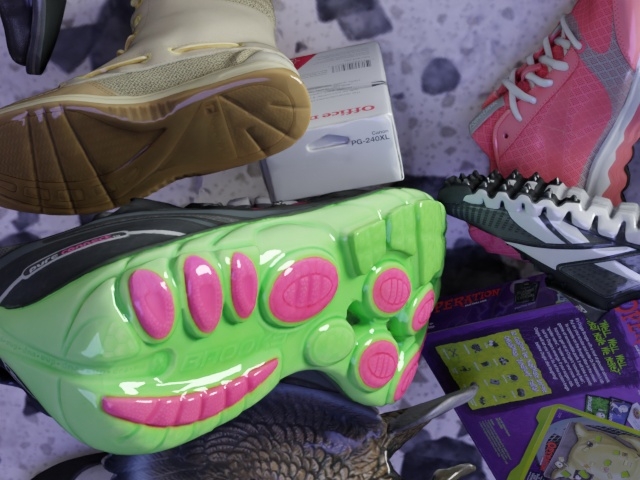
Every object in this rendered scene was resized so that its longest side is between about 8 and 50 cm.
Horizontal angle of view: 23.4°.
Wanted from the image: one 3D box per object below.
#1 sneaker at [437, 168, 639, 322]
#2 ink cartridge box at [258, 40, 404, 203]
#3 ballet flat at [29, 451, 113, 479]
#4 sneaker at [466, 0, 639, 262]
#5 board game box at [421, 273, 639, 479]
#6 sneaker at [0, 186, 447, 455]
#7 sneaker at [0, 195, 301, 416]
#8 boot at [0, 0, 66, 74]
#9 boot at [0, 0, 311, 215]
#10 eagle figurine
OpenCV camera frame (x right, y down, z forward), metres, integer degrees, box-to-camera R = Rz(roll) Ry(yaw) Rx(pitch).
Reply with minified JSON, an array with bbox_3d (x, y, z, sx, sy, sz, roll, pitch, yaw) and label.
[{"bbox_3d":[0.201,0.010,1.226,0.234,0.078,0.106,12,106,15],"label":"sneaker"},{"bbox_3d":[0.005,-0.096,1.244,0.109,0.150,0.063,-10,119,4],"label":"ink cartridge box"},{"bbox_3d":[-0.150,0.242,1.461,0.280,0.096,0.095,-1,76,-7],"label":"ballet flat"},{"bbox_3d":[0.195,-0.108,1.268,0.136,0.116,0.314,6,120,-4],"label":"sneaker"},{"bbox_3d":[0.244,0.162,1.408,0.208,0.056,0.347,-11,131,24],"label":"board game box"},{"bbox_3d":[-0.060,0.029,1.142,0.202,0.482,0.185,21,101,32],"label":"sneaker"},{"bbox_3d":[-0.131,0.073,1.308,0.321,0.180,0.125,-15,121,12],"label":"sneaker"},{"bbox_3d":[-0.320,-0.251,1.191,0.228,0.091,0.263,-2,116,5],"label":"boot"},{"bbox_3d":[-0.149,-0.120,1.193,0.261,0.203,0.095,-15,123,-1],"label":"boot"},{"bbox_3d":[-0.025,0.192,1.318,0.298,0.225,0.226,28,124,1],"label":"eagle figurine"}]
